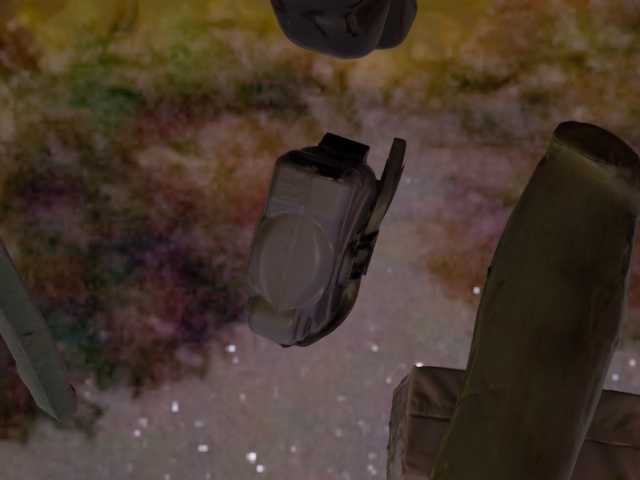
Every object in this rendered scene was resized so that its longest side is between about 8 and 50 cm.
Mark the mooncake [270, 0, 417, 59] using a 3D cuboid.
[{"bbox_3d":[0.036,-0.325,1.423,0.133,0.245,0.245,20,-161,25],"label":"mooncake"}]

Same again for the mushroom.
[{"bbox_3d":[0.131,0.079,0.776,0.087,0.333,0.107,3,155,38],"label":"mushroom"}]

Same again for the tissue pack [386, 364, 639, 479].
[{"bbox_3d":[0.184,0.202,1.244,0.225,0.124,0.185,7,164,0],"label":"tissue pack"}]

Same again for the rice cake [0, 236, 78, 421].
[{"bbox_3d":[-0.331,0.083,1.380,0.081,0.290,0.051,22,-127,36],"label":"rice cake"}]

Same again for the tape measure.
[{"bbox_3d":[0.002,-0.004,1.190,0.105,0.196,0.178,18,-154,9],"label":"tape measure"}]
